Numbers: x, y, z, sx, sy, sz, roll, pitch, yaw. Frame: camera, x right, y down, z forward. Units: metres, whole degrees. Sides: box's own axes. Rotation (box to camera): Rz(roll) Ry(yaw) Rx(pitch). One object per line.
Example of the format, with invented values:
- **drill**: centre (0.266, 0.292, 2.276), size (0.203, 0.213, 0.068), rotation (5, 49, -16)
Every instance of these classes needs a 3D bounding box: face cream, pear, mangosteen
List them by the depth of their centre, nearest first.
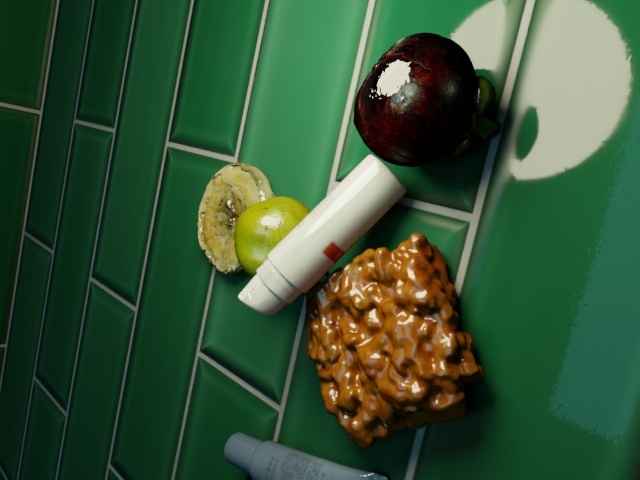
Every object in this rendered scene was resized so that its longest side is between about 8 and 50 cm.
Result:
- **mangosteen**: centre (0.163, -0.212, 0.903), size (0.216, 0.216, 0.216), rotation (-4, 84, 43)
- **face cream**: centre (0.000, 0.000, 1.010), size (0.345, 0.102, 0.102), rotation (-45, 55, 4)
- **face cream**: centre (-0.042, 0.471, 1.113), size (0.385, 0.086, 0.135), rotation (6, 78, 39)
- **pear**: centre (-0.068, 0.008, 1.123), size (0.216, 0.166, 0.180), rotation (24, 92, 31)

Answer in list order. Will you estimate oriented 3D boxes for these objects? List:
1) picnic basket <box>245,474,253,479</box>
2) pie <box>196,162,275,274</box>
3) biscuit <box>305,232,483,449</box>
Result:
- **picnic basket**: centre (-0.112, 0.618, 1.134), size (0.297, 0.129, 0.222), rotation (12, 97, 44)
- **pie**: centre (-0.205, -0.052, 1.326), size (0.274, 0.055, 0.274), rotation (-5, 83, 43)
- **biscuit**: centre (0.108, 0.178, 0.972), size (0.312, 0.110, 0.318), rotation (-32, 65, 37)
